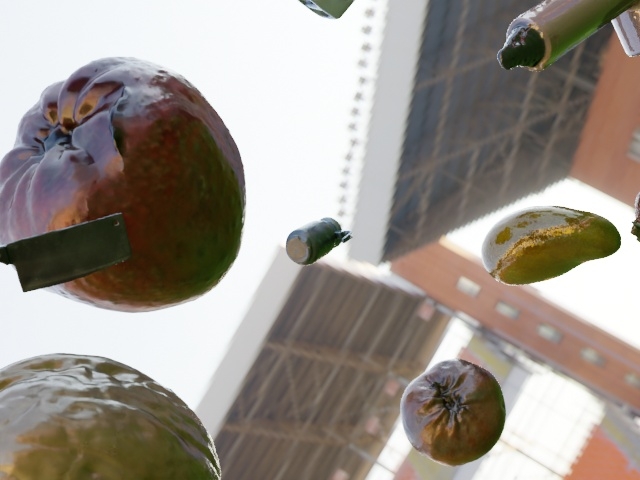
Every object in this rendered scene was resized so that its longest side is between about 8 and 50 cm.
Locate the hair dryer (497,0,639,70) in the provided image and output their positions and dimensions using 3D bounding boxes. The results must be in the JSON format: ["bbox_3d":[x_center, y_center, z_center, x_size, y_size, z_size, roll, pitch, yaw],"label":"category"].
[{"bbox_3d":[0.256,-0.243,1.253,0.344,0.106,0.189,-36,-75,-44],"label":"hair dryer"}]

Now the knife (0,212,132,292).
[{"bbox_3d":[-0.364,0.028,1.674,0.245,0.019,0.072,-15,-78,-12],"label":"knife"}]

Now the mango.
[{"bbox_3d":[0.332,0.004,1.916,0.136,0.227,0.099,34,-122,-34],"label":"mango"}]

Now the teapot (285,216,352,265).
[{"bbox_3d":[-0.003,-0.003,1.675,0.063,0.049,0.083,-34,-2,37],"label":"teapot"}]

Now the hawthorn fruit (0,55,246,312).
[{"bbox_3d":[-0.283,-0.070,2.014,0.403,0.402,0.403,-48,-24,-30],"label":"hawthorn fruit"}]

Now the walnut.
[{"bbox_3d":[-0.257,0.252,1.362,0.252,0.313,0.277,-61,25,20],"label":"walnut"}]

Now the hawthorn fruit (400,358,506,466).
[{"bbox_3d":[0.196,0.242,1.801,0.189,0.149,0.149,28,-89,-52],"label":"hawthorn fruit"}]

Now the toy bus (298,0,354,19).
[{"bbox_3d":[0.075,-0.490,2.037,0.109,0.136,0.330,31,-74,-32],"label":"toy bus"}]

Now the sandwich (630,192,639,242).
[{"bbox_3d":[0.401,-0.026,1.549,0.101,0.069,0.026,-61,-4,-47],"label":"sandwich"}]
